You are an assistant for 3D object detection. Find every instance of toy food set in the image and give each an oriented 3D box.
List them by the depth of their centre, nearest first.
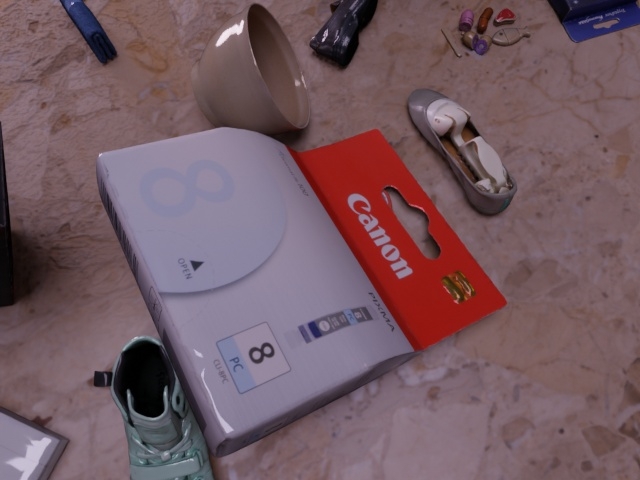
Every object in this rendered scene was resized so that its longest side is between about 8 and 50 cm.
[{"bbox_3d":[0.249,-0.321,0.826,0.122,0.019,0.078,-22,73,-10],"label":"toy food set"}]

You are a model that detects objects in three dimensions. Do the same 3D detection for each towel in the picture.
[{"bbox_3d":[-0.334,-0.313,0.776,0.029,0.067,0.119,-33,75,-11],"label":"towel"}]

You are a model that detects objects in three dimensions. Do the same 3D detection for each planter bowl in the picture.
[{"bbox_3d":[-0.097,-0.205,0.713,0.109,0.162,0.162,-16,69,21],"label":"planter bowl"}]

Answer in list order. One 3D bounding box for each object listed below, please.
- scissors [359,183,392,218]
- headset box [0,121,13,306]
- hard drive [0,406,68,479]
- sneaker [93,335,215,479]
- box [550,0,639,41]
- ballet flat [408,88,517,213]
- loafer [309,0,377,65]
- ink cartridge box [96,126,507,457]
[{"bbox_3d":[0.027,0.061,0.681,0.108,0.021,0.298,8,69,-1],"label":"scissors"},{"bbox_3d":[-0.428,-0.003,0.541,0.217,0.293,0.110,-3,71,-30],"label":"headset box"},{"bbox_3d":[-0.433,0.313,0.565,0.202,0.040,0.308,22,71,6],"label":"hard drive"},{"bbox_3d":[-0.163,0.220,0.549,0.094,0.151,0.256,-12,73,-8],"label":"sneaker"},{"bbox_3d":[0.408,-0.424,0.861,0.136,0.036,0.226,-18,73,-8],"label":"box"},{"bbox_3d":[0.191,-0.135,0.732,0.072,0.068,0.213,-26,73,-11],"label":"ballet flat"},{"bbox_3d":[0.042,-0.337,0.804,0.061,0.062,0.170,22,70,11],"label":"loafer"},{"bbox_3d":[0.000,0.000,0.601,0.384,0.091,0.308,-20,65,-26],"label":"ink cartridge box"}]
